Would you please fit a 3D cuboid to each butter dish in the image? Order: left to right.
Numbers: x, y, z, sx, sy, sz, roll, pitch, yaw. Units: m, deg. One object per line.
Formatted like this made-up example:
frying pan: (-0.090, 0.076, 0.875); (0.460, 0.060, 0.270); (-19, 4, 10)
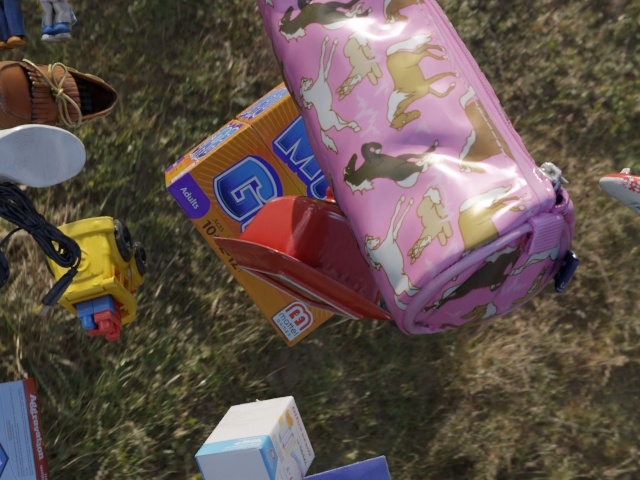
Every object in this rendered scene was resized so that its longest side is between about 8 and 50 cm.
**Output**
butter dish: (0.000, 0.000, 0.958); (0.160, 0.160, 0.118); (32, 80, -28)

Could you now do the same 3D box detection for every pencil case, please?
pencil case: (0.068, -0.112, 0.808); (0.167, 0.160, 0.386); (-22, 61, -5)

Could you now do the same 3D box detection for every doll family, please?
doll family: (-0.471, -0.390, 1.491); (0.262, 0.118, 0.163); (-5, 93, 17)

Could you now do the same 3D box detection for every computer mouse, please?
computer mouse: (-0.433, 0.062, 1.220); (0.262, 0.060, 0.184); (-54, 134, -8)

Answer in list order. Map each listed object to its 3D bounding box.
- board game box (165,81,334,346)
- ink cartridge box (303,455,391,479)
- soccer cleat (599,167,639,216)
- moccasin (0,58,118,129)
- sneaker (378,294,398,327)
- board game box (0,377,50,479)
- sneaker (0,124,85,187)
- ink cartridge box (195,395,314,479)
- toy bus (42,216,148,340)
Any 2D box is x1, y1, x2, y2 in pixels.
board game box: (-0.044, -0.081, 1.792); (0.356, 0.356, 0.356); (-37, 103, -3)
ink cartridge box: (-0.005, 0.513, 1.413); (0.303, 0.072, 0.307); (-17, 88, 2)
soccer cleat: (0.178, -0.009, 0.478); (0.083, 0.029, 0.036); (24, 84, 14)
moccasin: (-0.516, -0.276, 1.840); (0.146, 0.380, 0.139); (-7, 88, 17)
sneaker: (0.089, 0.051, 1.134); (0.083, 0.098, 0.224); (64, 26, -11)
board game box: (-0.403, 0.323, 1.197); (0.145, 0.027, 0.281); (-11, 85, 19)
sneaker: (-0.407, -0.106, 1.195); (0.212, 0.094, 0.080); (-9, 106, -29)
ink cartridge box: (-0.074, 0.259, 1.161); (0.089, 0.143, 0.092); (-13, 105, 21)
toy bus: (-0.392, 0.090, 1.718); (0.149, 0.220, 0.212); (-17, 66, 3)
